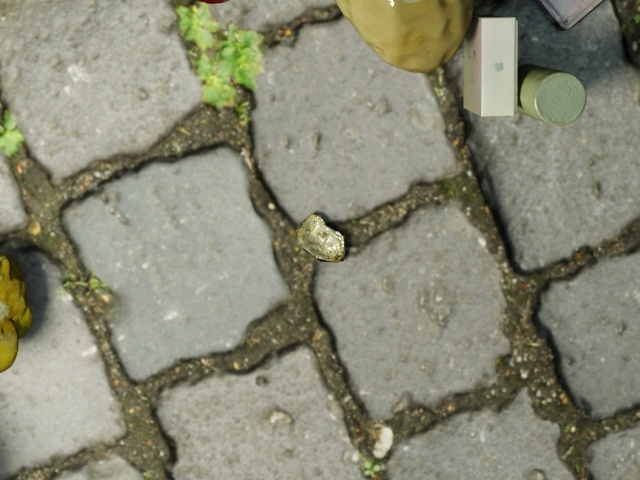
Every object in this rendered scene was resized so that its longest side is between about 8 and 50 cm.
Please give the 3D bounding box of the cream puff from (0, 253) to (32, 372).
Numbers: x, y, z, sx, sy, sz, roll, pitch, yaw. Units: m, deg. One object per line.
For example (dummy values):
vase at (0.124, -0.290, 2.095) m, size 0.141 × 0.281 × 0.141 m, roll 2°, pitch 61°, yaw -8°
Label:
cream puff at (-0.507, 0.108, 1.839) m, size 0.221 × 0.194 × 0.195 m, roll 5°, pitch 103°, yaw -41°

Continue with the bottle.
bottle at (0.299, -0.197, 1.827) m, size 0.072 × 0.201 × 0.072 m, roll -1°, pitch 100°, yaw -4°

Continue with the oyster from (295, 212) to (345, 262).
oyster at (0.003, 0.002, 1.937) m, size 0.083 × 0.019 × 0.054 m, roll 41°, pitch 94°, yaw -8°

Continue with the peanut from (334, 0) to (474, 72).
peanut at (0.069, -0.397, 1.774) m, size 0.169 × 0.192 × 0.387 m, roll -35°, pitch 110°, yaw -15°

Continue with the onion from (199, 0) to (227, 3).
onion at (-0.102, -0.396, 1.814) m, size 0.151 × 0.098 × 0.206 m, roll 37°, pitch 96°, yaw -8°

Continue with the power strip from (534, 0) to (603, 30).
power strip at (0.400, -0.410, 1.878) m, size 0.279 × 0.037 × 0.109 m, roll -41°, pitch 101°, yaw 4°

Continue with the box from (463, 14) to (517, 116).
box at (0.230, -0.240, 1.851) m, size 0.051 × 0.130 × 0.129 m, roll -3°, pitch 101°, yaw -5°
